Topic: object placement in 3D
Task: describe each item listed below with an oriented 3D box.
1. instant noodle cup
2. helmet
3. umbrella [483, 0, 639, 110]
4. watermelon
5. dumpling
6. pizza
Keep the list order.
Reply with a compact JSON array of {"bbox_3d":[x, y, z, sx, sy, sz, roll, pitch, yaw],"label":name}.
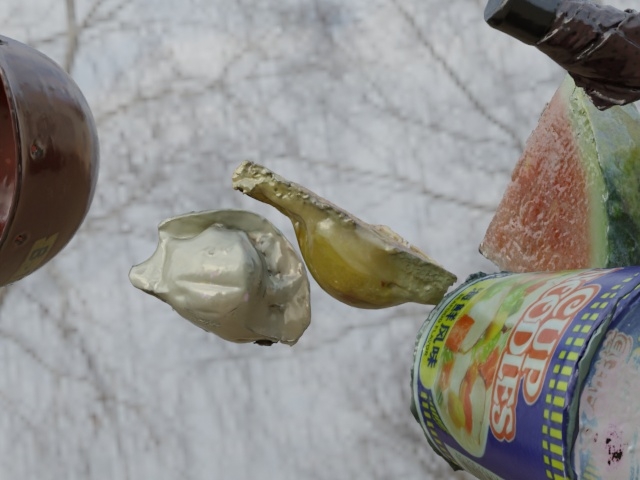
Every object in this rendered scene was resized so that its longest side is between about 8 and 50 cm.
[{"bbox_3d":[0.235,0.136,1.501,0.284,0.284,0.312,-1,4,-27],"label":"instant noodle cup"},{"bbox_3d":[-0.374,-0.098,2.050,0.230,0.337,0.385,-3,-30,-45],"label":"helmet"},{"bbox_3d":[0.301,-0.166,1.636,0.326,0.090,0.094,23,-49,-15],"label":"umbrella"},{"bbox_3d":[0.305,-0.035,2.053,0.193,0.310,0.232,-17,-10,-15],"label":"watermelon"},{"bbox_3d":[-0.096,0.033,1.809,0.199,0.136,0.118,16,-3,8],"label":"dumpling"},{"bbox_3d":[0.008,0.005,1.640,0.204,0.080,0.188,28,4,-37],"label":"pizza"}]
